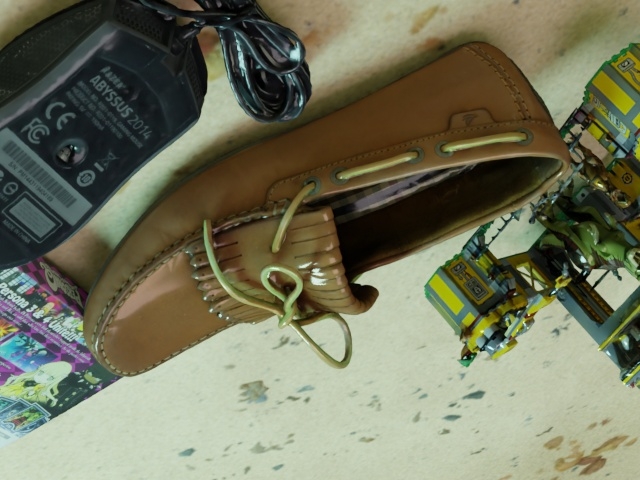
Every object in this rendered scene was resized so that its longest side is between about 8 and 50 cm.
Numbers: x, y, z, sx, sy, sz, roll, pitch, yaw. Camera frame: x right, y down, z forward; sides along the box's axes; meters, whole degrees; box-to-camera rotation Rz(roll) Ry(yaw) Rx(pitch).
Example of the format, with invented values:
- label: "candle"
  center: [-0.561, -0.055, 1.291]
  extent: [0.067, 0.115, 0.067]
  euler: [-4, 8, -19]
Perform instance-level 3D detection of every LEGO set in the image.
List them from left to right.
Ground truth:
- label: "LEGO set"
  center: [0.265, 0.009, 0.950]
  extent: [0.331, 0.192, 0.255]
  euler: [-51, 155, 24]

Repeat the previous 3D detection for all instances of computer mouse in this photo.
- label: "computer mouse"
  center: [-0.148, -0.086, 0.755]
  extent: [0.272, 0.072, 0.188]
  euler: [-37, 141, -4]

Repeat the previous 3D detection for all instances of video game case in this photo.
- label: "video game case"
  center: [-0.281, 0.086, 0.903]
  extent: [0.210, 0.042, 0.232]
  euler: [-30, 143, 9]

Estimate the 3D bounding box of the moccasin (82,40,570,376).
- label: "moccasin"
  center: [0.001, 0.002, 0.872]
  extent: [0.380, 0.147, 0.139]
  euler: [-24, 143, 0]
